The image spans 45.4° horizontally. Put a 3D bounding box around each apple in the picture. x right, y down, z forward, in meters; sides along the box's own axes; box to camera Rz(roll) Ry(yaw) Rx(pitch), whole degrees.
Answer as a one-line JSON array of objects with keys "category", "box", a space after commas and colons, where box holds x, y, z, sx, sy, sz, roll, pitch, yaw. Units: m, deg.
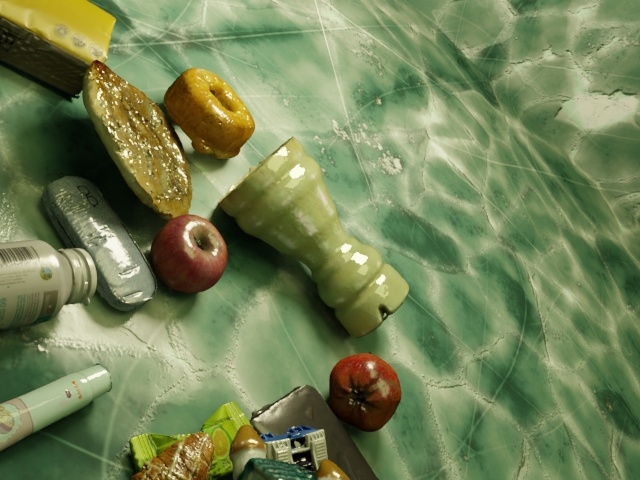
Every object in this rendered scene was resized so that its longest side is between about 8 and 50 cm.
[{"category": "apple", "box": [-0.256, 0.030, 1.483, 0.153, 0.120, 0.153, 31, 44, -35]}]

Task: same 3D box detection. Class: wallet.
[{"category": "wallet", "box": [0.019, 0.456, 1.467, 0.197, 0.051, 0.377, -26, 79, -50]}]

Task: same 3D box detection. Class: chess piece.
[{"category": "chess piece", "box": [0.000, 0.000, 1.707, 0.442, 0.234, 0.234, 47, 37, -10]}]

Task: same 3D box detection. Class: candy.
[{"category": "candy", "box": [-0.197, 0.364, 1.306, 0.246, 0.069, 0.149, -13, 72, -49]}]

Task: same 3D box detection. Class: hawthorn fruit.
[{"category": "hawthorn fruit", "box": [0.103, 0.310, 1.619, 0.162, 0.163, 0.203, 57, 19, 9]}]

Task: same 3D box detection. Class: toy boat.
[{"category": "toy boat", "box": [-0.032, 0.480, 1.330, 0.129, 0.088, 0.295, -3, 83, -36]}]

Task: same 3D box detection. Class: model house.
[{"category": "model house", "box": [-0.066, 0.438, 1.211, 0.190, 0.271, 0.301, 20, 45, -41]}]

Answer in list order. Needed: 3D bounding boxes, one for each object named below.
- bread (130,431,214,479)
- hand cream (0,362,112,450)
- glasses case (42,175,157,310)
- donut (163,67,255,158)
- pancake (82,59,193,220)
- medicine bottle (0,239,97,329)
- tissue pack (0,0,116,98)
[{"category": "bread", "box": [-0.241, 0.385, 1.185, 0.105, 0.076, 0.233, 35, 55, 2]}, {"category": "hand cream", "box": [-0.458, 0.268, 1.132, 0.331, 0.058, 0.085, -22, 96, -47]}, {"category": "glasses case", "box": [-0.402, 0.003, 1.397, 0.282, 0.067, 0.109, 54, 39, 7]}, {"category": "donut", "box": [-0.251, -0.286, 1.734, 0.226, 0.114, 0.226, 41, 22, -20]}, {"category": "pancake", "box": [-0.353, -0.191, 1.511, 0.356, 0.065, 0.356, 61, 8, -14]}, {"category": "medicine bottle", "box": [-0.471, 0.068, 1.212, 0.215, 0.135, 0.135, -7, 65, -49]}, {"category": "tissue pack", "box": [-0.566, -0.435, 1.540, 0.271, 0.134, 0.192, 26, 44, -30]}]
